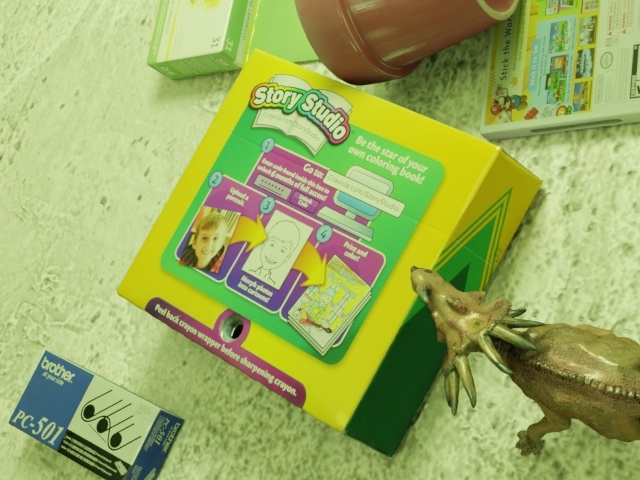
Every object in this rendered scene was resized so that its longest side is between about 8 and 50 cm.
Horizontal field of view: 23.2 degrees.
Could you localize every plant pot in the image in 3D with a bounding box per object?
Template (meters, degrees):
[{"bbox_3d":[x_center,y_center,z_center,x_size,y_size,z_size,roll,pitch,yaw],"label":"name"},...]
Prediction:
[{"bbox_3d":[0.098,-0.271,1.600,0.180,0.201,0.201,-8,65,33],"label":"plant pot"}]

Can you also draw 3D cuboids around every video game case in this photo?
[{"bbox_3d":[0.265,-0.217,1.568,0.206,0.026,0.226,-5,68,34],"label":"video game case"}]

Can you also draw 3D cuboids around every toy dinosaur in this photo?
[{"bbox_3d":[0.217,0.115,1.338,0.296,0.200,0.127,6,74,37],"label":"toy dinosaur"}]

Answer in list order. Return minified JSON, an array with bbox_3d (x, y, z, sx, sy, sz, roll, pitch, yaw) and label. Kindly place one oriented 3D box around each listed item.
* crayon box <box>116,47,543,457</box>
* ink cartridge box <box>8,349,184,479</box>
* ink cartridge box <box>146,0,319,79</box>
[{"bbox_3d":[0.000,0.000,1.612,0.363,0.106,0.313,27,86,40],"label":"crayon box"},{"bbox_3d":[-0.253,0.203,1.744,0.207,0.046,0.097,21,82,40],"label":"ink cartridge box"},{"bbox_3d":[-0.087,-0.285,1.839,0.235,0.056,0.171,-4,67,37],"label":"ink cartridge box"}]
